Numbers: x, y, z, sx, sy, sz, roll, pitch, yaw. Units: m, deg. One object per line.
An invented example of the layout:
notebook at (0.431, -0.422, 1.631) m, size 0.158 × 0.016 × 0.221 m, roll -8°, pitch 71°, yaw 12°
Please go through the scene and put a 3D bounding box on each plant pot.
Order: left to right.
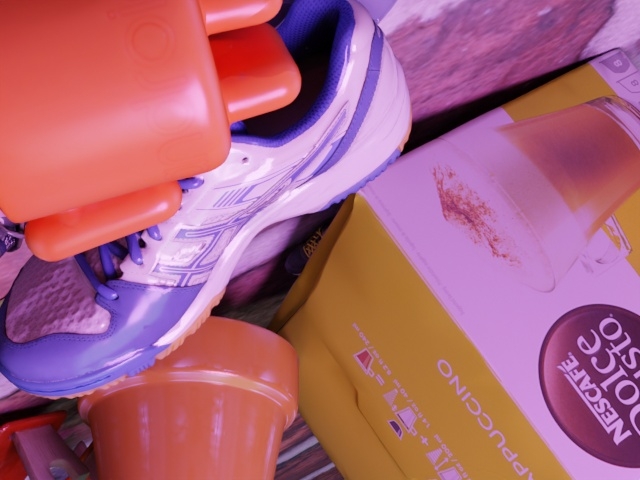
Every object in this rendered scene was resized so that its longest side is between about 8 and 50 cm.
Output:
plant pot at (-0.121, 0.194, 1.075) m, size 0.205 × 0.188 × 0.205 m, roll -1°, pitch 151°, yaw -1°

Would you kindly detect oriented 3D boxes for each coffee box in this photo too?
coffee box at (0.194, 0.096, 1.113) m, size 0.334 × 0.338 × 0.338 m, roll -27°, pitch 164°, yaw -30°

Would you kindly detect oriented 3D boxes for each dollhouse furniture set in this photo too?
dollhouse furniture set at (-0.340, 0.262, 1.203) m, size 0.262 × 0.135 × 0.259 m, roll -4°, pitch 138°, yaw -52°

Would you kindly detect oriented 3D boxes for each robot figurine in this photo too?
robot figurine at (-0.124, -0.078, 0.547) m, size 0.219 × 0.128 × 0.158 m, roll -16°, pitch 159°, yaw -5°

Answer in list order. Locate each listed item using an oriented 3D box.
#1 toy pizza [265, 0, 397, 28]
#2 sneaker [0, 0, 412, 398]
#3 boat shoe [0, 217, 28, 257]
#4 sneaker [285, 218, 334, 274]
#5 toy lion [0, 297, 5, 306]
toy pizza at (-0.033, -0.141, 0.687) m, size 0.201 × 0.032 × 0.201 m, roll -26°, pitch 163°, yaw -9°
sneaker at (-0.083, -0.035, 0.683) m, size 0.296 × 0.112 × 0.131 m, roll -42°, pitch 153°, yaw -7°
boat shoe at (-0.206, -0.017, 0.684) m, size 0.228 × 0.076 × 0.080 m, roll -22°, pitch 160°, yaw -22°
sneaker at (0.000, 0.000, 1.118) m, size 0.083 × 0.031 × 0.035 m, roll -36°, pitch 154°, yaw -5°
toy lion at (-0.209, 0.053, 0.945) m, size 0.100 × 0.034 × 0.096 m, roll -32°, pitch 154°, yaw 8°
